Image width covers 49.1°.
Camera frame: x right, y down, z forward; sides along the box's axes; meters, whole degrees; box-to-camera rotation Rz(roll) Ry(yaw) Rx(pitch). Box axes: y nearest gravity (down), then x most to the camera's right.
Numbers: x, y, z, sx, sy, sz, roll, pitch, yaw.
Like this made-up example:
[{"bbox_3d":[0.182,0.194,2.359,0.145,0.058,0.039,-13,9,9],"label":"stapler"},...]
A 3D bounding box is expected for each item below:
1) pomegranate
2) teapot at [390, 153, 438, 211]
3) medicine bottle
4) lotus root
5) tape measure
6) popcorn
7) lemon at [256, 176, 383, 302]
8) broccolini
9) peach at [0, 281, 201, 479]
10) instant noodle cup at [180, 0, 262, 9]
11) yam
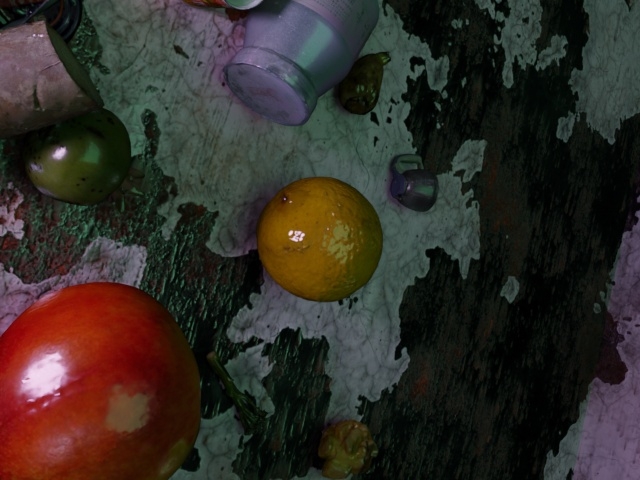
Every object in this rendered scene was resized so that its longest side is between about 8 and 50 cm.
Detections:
[{"bbox_3d":[-0.397,-0.135,1.209,0.224,0.182,0.181,45,63,-61],"label":"pomegranate"},{"bbox_3d":[0.239,-0.152,1.813,0.108,0.111,0.149,7,94,-28],"label":"teapot"},{"bbox_3d":[-0.047,-0.408,1.446,0.245,0.245,0.289,42,69,-36],"label":"medicine bottle"},{"bbox_3d":[0.108,-0.387,1.689,0.190,0.095,0.108,-66,151,-26],"label":"lotus root"},{"bbox_3d":[-0.489,-0.386,1.139,0.182,0.107,0.180,-26,108,-37],"label":"tape measure"},{"bbox_3d":[0.065,0.509,1.701,0.167,0.152,0.148,-26,138,-39],"label":"popcorn"},{"bbox_3d":[-0.001,-0.001,1.503,0.293,0.293,0.292,-5,97,-42],"label":"lemon"},{"bbox_3d":[-0.178,0.329,1.514,0.067,0.058,0.216,-38,117,-30],"label":"broccolini"},{"bbox_3d":[-0.380,0.259,1.130,0.389,0.388,0.387,-5,97,-42],"label":"peach"},{"bbox_3d":[-0.184,-0.508,1.317,0.169,0.185,0.168,-18,123,-29],"label":"instant noodle cup"},{"bbox_3d":[-0.483,-0.231,1.054,0.268,0.161,0.161,-19,110,-4],"label":"yam"}]
